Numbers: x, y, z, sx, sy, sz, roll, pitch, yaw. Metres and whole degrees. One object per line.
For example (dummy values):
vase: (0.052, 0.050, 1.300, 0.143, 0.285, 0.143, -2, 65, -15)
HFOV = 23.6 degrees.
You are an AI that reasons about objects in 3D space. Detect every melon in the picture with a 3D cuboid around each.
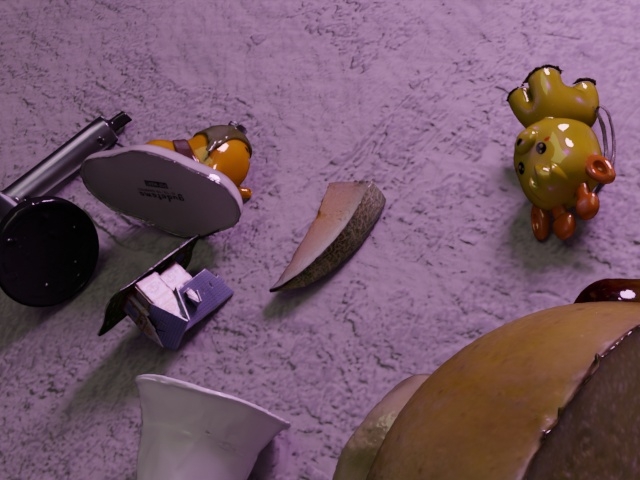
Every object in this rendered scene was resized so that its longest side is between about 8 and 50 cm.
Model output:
melon: (0.007, -0.001, 1.975, 0.098, 0.054, 0.182, 5, 55, 40)

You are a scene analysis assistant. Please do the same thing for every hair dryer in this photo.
hair dryer: (-0.392, -0.088, 2.215, 0.284, 0.155, 0.320, -47, 36, 1)

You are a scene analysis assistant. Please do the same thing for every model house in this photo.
model house: (-0.194, 0.084, 1.991, 0.088, 0.117, 0.167, 44, 54, 11)

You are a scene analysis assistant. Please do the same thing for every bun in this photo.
bun: (0.110, 0.238, 1.635, 0.128, 0.193, 0.178, 35, 95, 21)

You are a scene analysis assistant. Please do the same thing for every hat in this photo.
hat: (-0.143, 0.242, 1.781, 0.203, 0.203, 0.126, 5, 71, 33)

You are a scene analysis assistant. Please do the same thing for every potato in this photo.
potato: (0.207, 0.275, 1.417, 0.319, 0.385, 0.442, 1, 52, 51)

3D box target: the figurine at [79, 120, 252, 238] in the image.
figurine: (-0.193, -0.111, 2.103, 0.250, 0.167, 0.141, 15, 55, 19)

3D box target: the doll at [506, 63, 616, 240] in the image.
doll: (0.293, -0.102, 1.861, 0.143, 0.135, 0.221, -44, 40, 38)

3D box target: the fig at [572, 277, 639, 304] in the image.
fig: (0.351, 0.087, 1.671, 0.154, 0.103, 0.109, -11, 42, -17)
